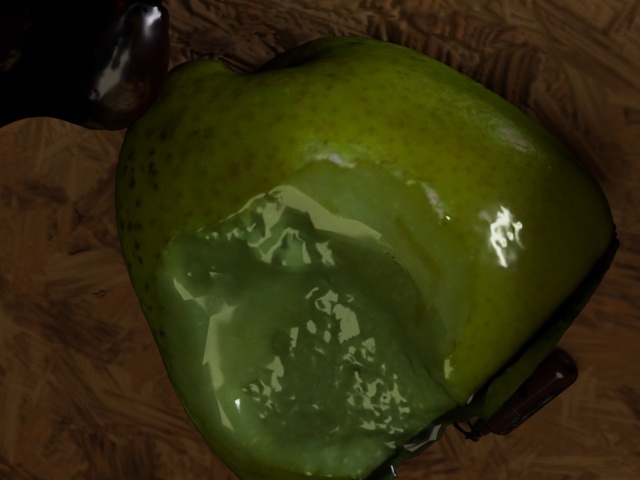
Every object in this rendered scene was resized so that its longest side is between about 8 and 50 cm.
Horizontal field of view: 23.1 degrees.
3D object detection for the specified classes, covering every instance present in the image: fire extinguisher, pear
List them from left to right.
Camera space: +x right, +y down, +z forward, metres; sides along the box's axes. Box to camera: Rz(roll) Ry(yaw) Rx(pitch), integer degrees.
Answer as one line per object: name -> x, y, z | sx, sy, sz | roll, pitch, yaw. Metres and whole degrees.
pear -> 0.000, 0.000, 0.909 | 0.293, 0.159, 0.292 | 4, 106, 16
fire extinguisher -> 0.124, 0.111, 1.038 | 0.032, 0.046, 0.100 | 47, 121, 0

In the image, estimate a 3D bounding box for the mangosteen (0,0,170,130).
mangosteen -> -0.219, -0.163, 0.818 | 0.297, 0.297, 0.313 | -30, 120, 29
